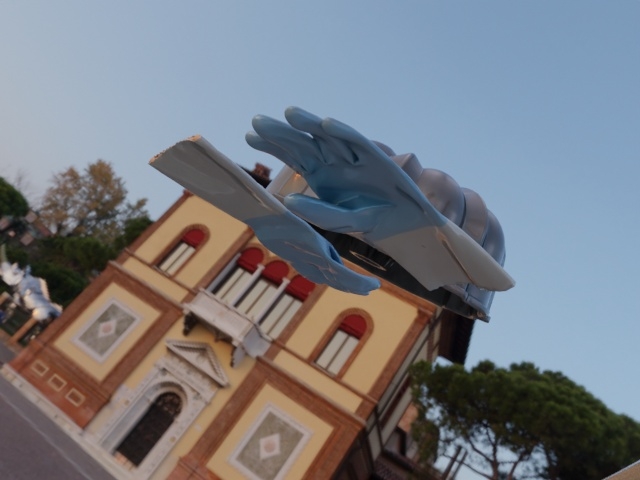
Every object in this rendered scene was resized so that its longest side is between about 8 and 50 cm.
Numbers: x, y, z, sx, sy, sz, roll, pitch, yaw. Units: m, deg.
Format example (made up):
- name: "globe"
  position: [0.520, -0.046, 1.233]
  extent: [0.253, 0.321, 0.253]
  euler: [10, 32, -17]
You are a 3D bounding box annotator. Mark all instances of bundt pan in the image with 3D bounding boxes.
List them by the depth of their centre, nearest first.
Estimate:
- name: "bundt pan"
  position: [0.088, -0.027, 0.684]
  extent: [0.331, 0.124, 0.331]
  euler: [28, -4, 2]

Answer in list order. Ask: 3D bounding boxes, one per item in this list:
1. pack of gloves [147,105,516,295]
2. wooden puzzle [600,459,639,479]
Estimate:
- name: "pack of gloves"
  position: [0.000, 0.000, 0.405]
  extent: [0.195, 0.046, 0.232]
  euler: [-11, -39, 46]
- name: "wooden puzzle"
  position: [0.211, 0.219, 0.270]
  extent: [0.044, 0.238, 0.220]
  euler: [13, -39, 2]
